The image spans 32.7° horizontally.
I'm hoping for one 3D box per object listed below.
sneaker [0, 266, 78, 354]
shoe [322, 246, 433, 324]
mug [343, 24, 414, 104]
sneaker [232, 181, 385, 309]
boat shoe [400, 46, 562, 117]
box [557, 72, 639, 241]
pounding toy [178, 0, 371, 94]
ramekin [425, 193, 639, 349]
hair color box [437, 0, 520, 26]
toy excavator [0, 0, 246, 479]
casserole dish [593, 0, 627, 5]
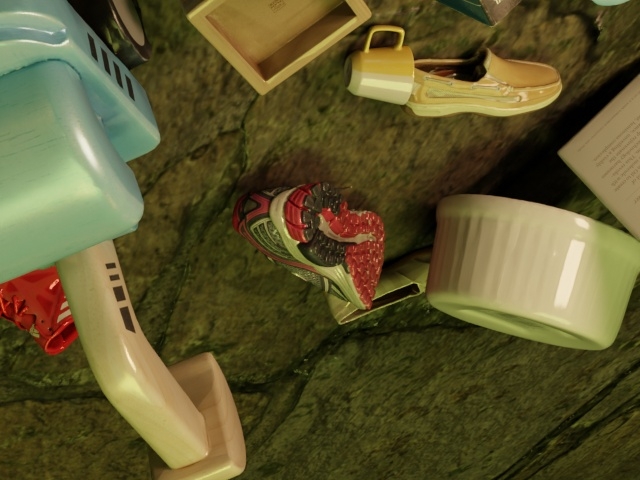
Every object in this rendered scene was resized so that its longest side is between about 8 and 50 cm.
[{"bbox_3d":[-0.363,0.070,1.269,0.221,0.128,0.087,-10,148,-15],"label":"sneaker"},{"bbox_3d":[0.114,0.066,1.574,0.219,0.058,0.076,-17,150,0],"label":"shoe"},{"bbox_3d":[0.059,-0.184,1.154,0.064,0.078,0.062,1,179,-14],"label":"mug"},{"bbox_3d":[0.000,0.000,1.378,0.112,0.121,0.299,3,159,26],"label":"sneaker"},{"bbox_3d":[0.182,-0.179,1.207,0.190,0.068,0.072,-9,137,-14],"label":"boat shoe"},{"bbox_3d":[0.480,-0.042,1.259,0.215,0.345,0.168,-45,142,14],"label":"box"},{"bbox_3d":[-0.029,-0.260,0.945,0.206,0.094,0.181,-35,142,11],"label":"pounding toy"},{"bbox_3d":[0.268,0.047,1.412,0.277,0.135,0.277,16,172,2],"label":"ramekin"},{"bbox_3d":[0.082,-0.330,0.736,0.174,0.105,0.347,-46,135,-5],"label":"hair color box"},{"bbox_3d":[-0.214,-0.012,0.906,0.222,0.445,0.433,-20,162,5],"label":"toy excavator"},{"bbox_3d":[0.317,-0.312,1.081,0.114,0.037,0.188,-7,149,-17],"label":"casserole dish"}]
